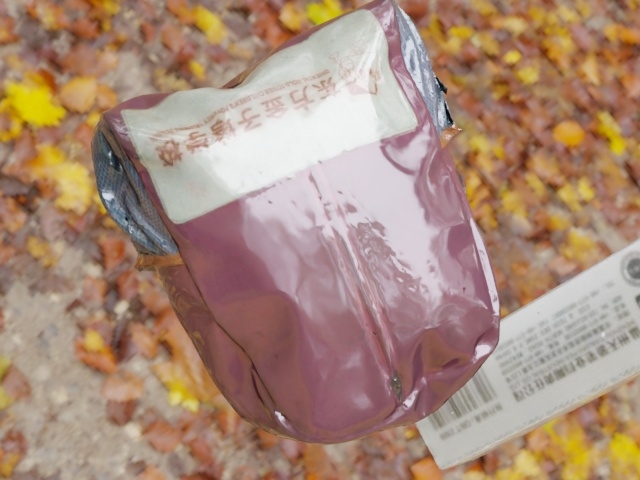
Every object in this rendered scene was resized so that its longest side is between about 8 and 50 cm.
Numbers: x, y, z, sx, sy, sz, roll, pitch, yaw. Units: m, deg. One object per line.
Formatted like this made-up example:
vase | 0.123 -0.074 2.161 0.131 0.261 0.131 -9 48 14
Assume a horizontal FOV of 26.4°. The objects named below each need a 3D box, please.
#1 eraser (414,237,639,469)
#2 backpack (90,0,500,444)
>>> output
eraser | 0.249 0.067 1.150 0.096 0.404 0.098 -7 68 -53
backpack | 0.000 0.000 1.070 0.283 0.197 0.317 -25 90 -7
